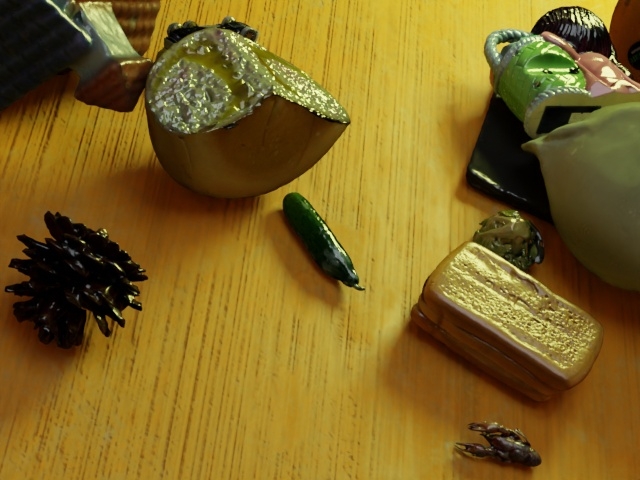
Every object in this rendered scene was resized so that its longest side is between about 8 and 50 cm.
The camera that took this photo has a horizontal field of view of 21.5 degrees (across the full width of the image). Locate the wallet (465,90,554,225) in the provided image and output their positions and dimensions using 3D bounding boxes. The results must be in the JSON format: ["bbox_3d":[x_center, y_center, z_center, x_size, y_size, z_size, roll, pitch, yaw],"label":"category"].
[{"bbox_3d":[0.272,-0.130,2.121,0.146,0.030,0.285,27,43,-3],"label":"wallet"}]

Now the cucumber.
[{"bbox_3d":[0.000,0.000,1.852,0.037,0.037,0.155,-14,54,-35],"label":"cucumber"}]

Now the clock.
[{"bbox_3d":[0.306,-0.215,2.131,0.194,0.100,0.195,1,44,-21],"label":"clock"}]

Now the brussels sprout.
[{"bbox_3d":[0.221,0.001,1.946,0.085,0.058,0.085,16,55,-25],"label":"brussels sprout"}]

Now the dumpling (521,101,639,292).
[{"bbox_3d":[0.415,-0.047,1.952,0.270,0.212,0.321,-7,58,-25],"label":"dumpling"}]

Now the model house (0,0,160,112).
[{"bbox_3d":[-0.306,-0.260,1.870,0.329,0.251,0.295,59,24,4],"label":"model house"}]

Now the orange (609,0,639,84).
[{"bbox_3d":[0.482,-0.285,2.253,0.206,0.206,0.206,13,43,-13],"label":"orange"}]

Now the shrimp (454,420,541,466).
[{"bbox_3d":[0.185,0.207,1.728,0.092,0.038,0.029,12,0,-13],"label":"shrimp"}]

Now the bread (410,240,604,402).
[{"bbox_3d":[0.202,0.091,1.825,0.200,0.077,0.116,32,41,6],"label":"bread"}]

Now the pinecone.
[{"bbox_3d":[-0.241,0.043,1.634,0.140,0.140,0.121,33,74,9],"label":"pinecone"}]

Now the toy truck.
[{"bbox_3d":[-0.135,-0.226,2.002,0.123,0.063,0.052,-12,31,-36],"label":"toy truck"}]

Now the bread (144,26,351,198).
[{"bbox_3d":[-0.103,-0.131,1.845,0.260,0.156,0.158,17,25,-52],"label":"bread"}]
